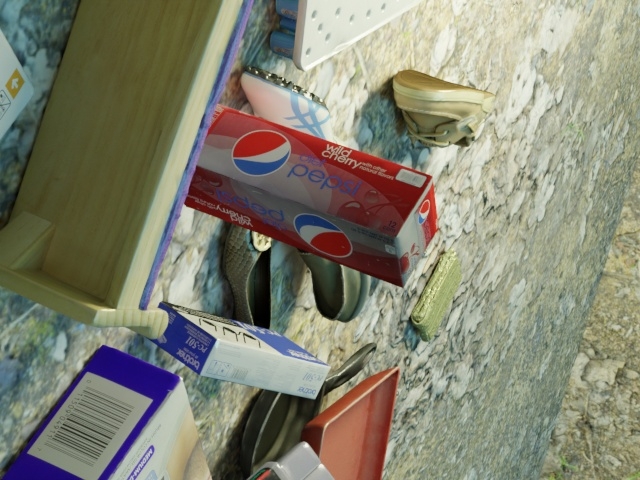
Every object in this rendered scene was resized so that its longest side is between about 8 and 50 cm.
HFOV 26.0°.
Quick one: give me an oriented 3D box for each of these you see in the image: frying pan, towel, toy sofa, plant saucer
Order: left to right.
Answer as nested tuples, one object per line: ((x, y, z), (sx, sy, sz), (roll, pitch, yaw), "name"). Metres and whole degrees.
((-0.150, -0.110, 1.185), (0.177, 0.150, 0.362), (10, 100, -66), "toy sofa")
((-0.021, 0.203, 1.881), (0.326, 0.053, 0.197), (-56, 156, -32), "frying pan")
((0.025, 0.326, 1.956), (0.259, 0.048, 0.258), (-29, 131, -61), "plant saucer")
((0.195, 0.090, 2.305), (0.148, 0.027, 0.110), (-64, 158, -16), "towel")

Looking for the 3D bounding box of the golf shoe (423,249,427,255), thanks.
((0.115, -0.012, 1.988), (0.086, 0.069, 0.176), (-49, 150, -28), "golf shoe")

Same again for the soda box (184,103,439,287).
((-0.017, -0.049, 1.386), (0.083, 0.263, 0.092), (-57, 155, -27), "soda box")

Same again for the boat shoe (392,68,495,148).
((0.167, -0.172, 1.913), (0.302, 0.109, 0.098), (-8, 115, -71), "boat shoe")

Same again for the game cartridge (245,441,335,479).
((-0.078, 0.432, 1.692), (0.355, 0.230, 0.068), (-38, -173, -35), "game cartridge")

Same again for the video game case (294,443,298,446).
((0.003, 0.415, 2.063), (0.275, 0.035, 0.248), (9, 87, -66), "video game case")

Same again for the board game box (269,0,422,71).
((0.073, -0.427, 1.544), (0.390, 0.050, 0.390), (-38, 142, -50), "board game box")

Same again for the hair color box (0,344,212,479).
((-0.205, 0.289, 1.466), (0.185, 0.110, 0.339), (-56, 156, -31), "hair color box")

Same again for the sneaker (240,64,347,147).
((-0.032, -0.118, 1.536), (0.086, 0.085, 0.237), (-57, 153, -8), "sneaker")

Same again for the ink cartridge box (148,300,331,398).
((-0.089, 0.123, 1.526), (0.207, 0.097, 0.046), (21, 97, -52), "ink cartridge box")

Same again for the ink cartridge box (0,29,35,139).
((-0.337, -0.085, 0.894), (0.303, 0.072, 0.307), (-58, 153, -23), "ink cartridge box")

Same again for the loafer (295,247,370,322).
((0.000, 0.000, 1.726), (0.087, 0.094, 0.251), (-24, 126, -27), "loafer")

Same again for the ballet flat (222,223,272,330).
((-0.075, 0.060, 1.620), (0.084, 0.058, 0.249), (-43, 146, -48), "ballet flat")
